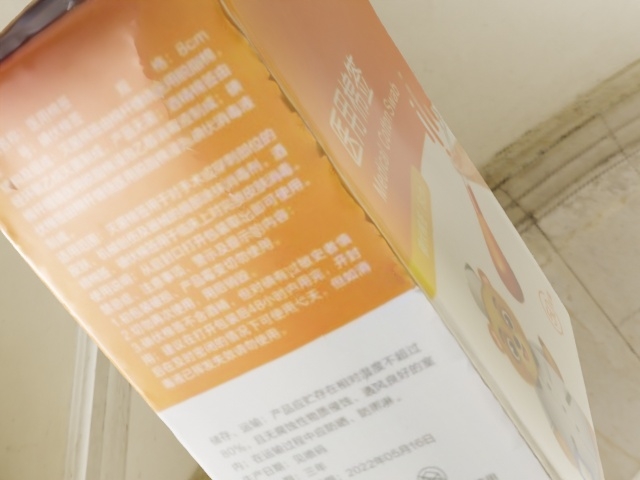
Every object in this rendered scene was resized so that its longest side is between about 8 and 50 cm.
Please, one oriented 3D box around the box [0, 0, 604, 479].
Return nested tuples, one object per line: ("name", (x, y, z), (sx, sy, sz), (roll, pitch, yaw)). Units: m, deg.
("box", (0.000, 0.000, 0.468), (0.143, 0.225, 0.341), (-27, -69, 20))
